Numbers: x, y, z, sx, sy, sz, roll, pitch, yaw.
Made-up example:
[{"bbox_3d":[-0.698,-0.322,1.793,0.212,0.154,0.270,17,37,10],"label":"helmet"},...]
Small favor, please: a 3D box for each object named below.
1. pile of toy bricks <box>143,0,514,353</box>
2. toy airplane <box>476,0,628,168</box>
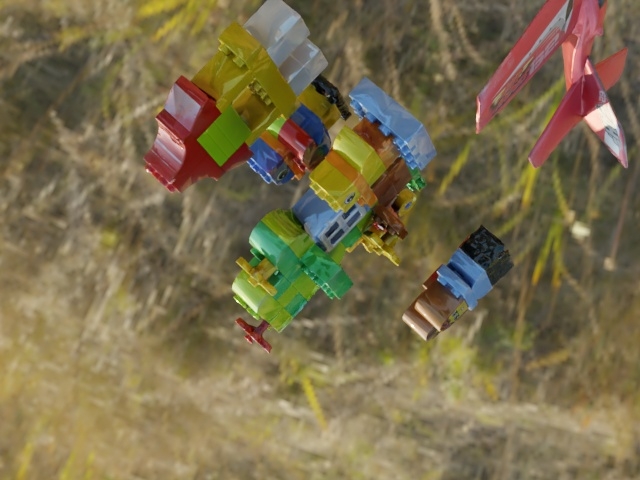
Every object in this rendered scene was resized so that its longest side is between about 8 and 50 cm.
[{"bbox_3d":[0.000,0.000,0.644,0.118,0.105,0.212,42,177,21],"label":"pile of toy bricks"},{"bbox_3d":[0.103,-0.084,0.590,0.028,0.151,0.151,28,154,34],"label":"toy airplane"}]
